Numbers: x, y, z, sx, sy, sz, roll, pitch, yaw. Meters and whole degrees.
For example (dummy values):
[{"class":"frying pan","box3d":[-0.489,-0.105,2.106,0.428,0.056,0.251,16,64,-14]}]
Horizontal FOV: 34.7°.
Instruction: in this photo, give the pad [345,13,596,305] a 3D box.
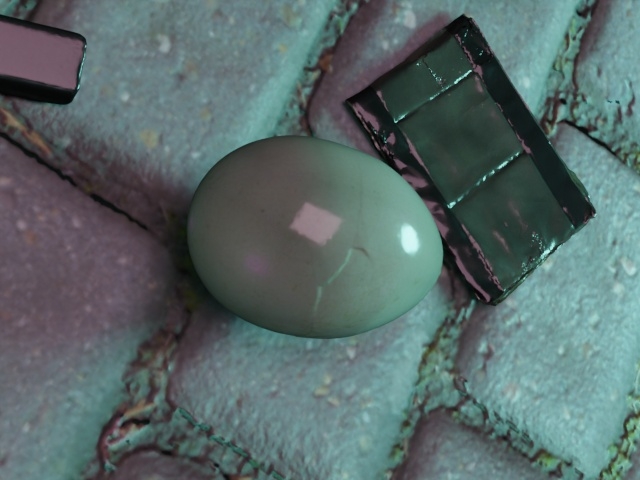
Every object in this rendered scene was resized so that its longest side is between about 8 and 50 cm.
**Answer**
[{"class":"pad","box3d":[0.144,-0.074,0.944,0.174,0.022,0.233,-40,98,-26]}]

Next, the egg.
[{"class":"egg","box3d":[0.000,0.000,0.781,0.209,0.151,0.151,13,75,-25]}]

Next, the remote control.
[{"class":"remote control","box3d":[-0.293,-0.149,0.731,0.245,0.025,0.063,9,81,-25]}]
